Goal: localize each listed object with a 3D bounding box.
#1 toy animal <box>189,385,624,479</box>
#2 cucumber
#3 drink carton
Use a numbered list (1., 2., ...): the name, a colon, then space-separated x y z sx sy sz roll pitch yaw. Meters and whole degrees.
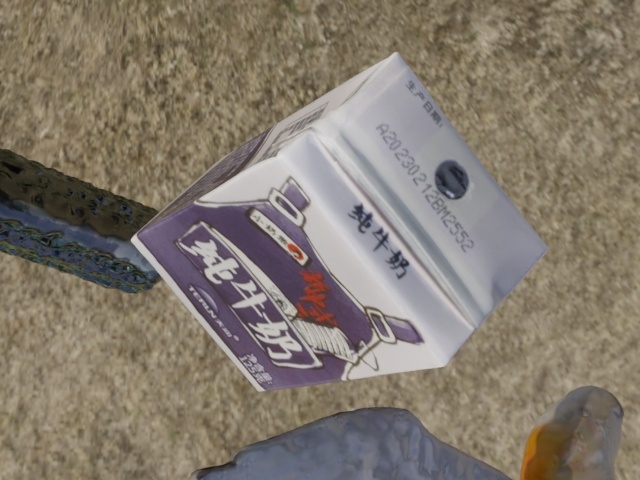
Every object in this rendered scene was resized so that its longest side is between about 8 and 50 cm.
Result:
1. toy animal: 0.088 0.210 0.443 0.302 0.284 0.225 -10 158 -14
2. cucumber: -0.196 -0.020 0.743 0.077 0.077 0.265 -43 144 16
3. drink carton: 0.001 0.001 0.593 0.102 0.222 0.134 -42 101 -29
